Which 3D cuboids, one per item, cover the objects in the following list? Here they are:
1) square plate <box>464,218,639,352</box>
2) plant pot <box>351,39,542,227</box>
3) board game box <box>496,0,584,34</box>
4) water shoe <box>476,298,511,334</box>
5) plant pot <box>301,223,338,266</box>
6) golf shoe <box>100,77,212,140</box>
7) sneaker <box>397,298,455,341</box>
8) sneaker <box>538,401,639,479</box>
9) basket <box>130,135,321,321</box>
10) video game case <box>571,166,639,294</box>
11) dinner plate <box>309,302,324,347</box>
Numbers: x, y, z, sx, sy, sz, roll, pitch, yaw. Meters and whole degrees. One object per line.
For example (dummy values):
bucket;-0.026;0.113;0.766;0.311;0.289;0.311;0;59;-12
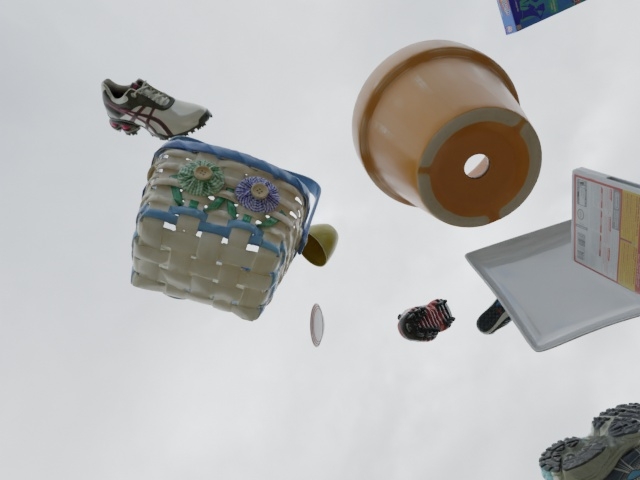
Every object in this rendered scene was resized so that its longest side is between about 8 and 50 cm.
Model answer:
square plate;0.589;0.101;1.260;0.348;0.344;0.049;-18;-48;-4
plant pot;0.151;-0.111;0.588;0.205;0.188;0.205;-3;-62;-5
board game box;0.495;-0.581;1.149;0.210;0.047;0.160;-27;-73;-8
water shoe;0.542;0.197;1.492;0.203;0.072;0.080;-42;-36;15
plant pot;0.000;0.000;1.575;0.095;0.134;0.134;-39;-55;-31
golf shoe;-0.386;-0.304;1.179;0.120;0.273;0.105;79;-156;-46
sneaker;0.262;0.230;1.393;0.276;0.135;0.097;-6;-109;-58
sneaker;0.492;0.362;0.841;0.283;0.110;0.122;-19;-89;-13
basket;-0.128;-0.042;0.741;0.255;0.288;0.201;16;-56;-8
video game case;0.553;0.000;0.893;0.025;0.285;0.203;-19;-64;-12
dinner plate;-0.009;0.272;1.647;0.017;0.141;0.141;4;-76;-18
